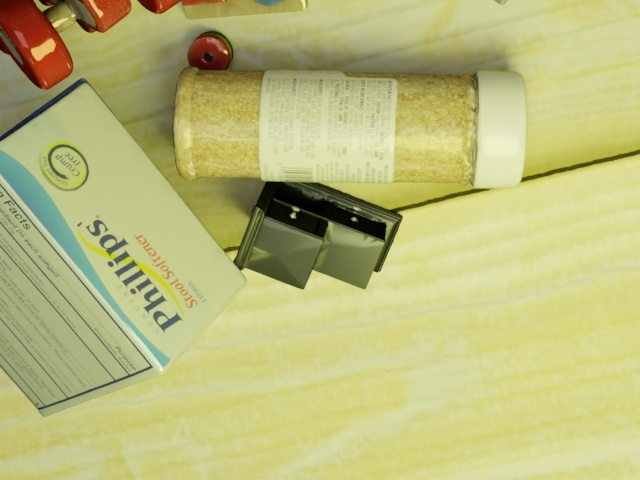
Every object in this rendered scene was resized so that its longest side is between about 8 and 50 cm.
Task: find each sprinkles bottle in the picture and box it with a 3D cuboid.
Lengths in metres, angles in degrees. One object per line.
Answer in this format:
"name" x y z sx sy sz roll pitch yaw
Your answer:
"sprinkles bottle" 0.030 -0.117 1.257 0.355 0.121 0.121 1 108 2

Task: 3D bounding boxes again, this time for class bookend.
"bookend" 0.000 0.000 1.287 0.156 0.157 0.072 21 109 -1

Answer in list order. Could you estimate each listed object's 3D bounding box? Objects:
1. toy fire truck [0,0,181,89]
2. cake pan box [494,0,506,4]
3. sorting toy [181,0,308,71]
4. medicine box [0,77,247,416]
"toy fire truck" -0.276 -0.304 1.130 0.169 0.302 0.254 -36 126 -12
"cake pan box" 0.086 -0.344 1.085 0.267 0.246 0.070 32 77 8
"sorting toy" -0.089 -0.300 1.235 0.132 0.046 0.275 -2 113 11
"medicine box" -0.266 0.019 1.252 0.263 0.149 0.289 52 141 -11
